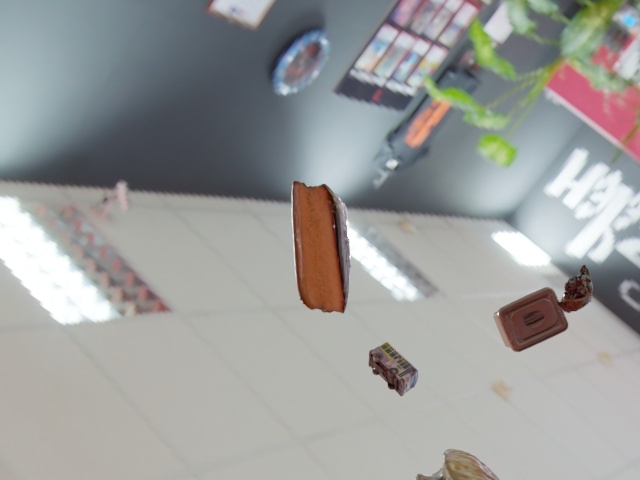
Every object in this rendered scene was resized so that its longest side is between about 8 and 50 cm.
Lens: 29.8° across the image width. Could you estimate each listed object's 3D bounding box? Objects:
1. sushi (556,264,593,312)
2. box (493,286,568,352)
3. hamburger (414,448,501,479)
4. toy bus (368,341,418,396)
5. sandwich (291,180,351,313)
[{"bbox_3d":[0.435,0.084,2.032,0.050,0.047,0.099,11,-135,25],"label":"sushi"},{"bbox_3d":[0.380,0.146,2.202,0.089,0.122,0.062,67,164,2],"label":"box"},{"bbox_3d":[0.159,0.290,1.265,0.135,0.155,0.207,5,-161,8],"label":"hamburger"},{"bbox_3d":[0.144,0.250,2.337,0.058,0.052,0.102,-28,-130,-27],"label":"toy bus"},{"bbox_3d":[0.000,0.000,2.016,0.090,0.244,0.088,0,-154,11],"label":"sandwich"}]
